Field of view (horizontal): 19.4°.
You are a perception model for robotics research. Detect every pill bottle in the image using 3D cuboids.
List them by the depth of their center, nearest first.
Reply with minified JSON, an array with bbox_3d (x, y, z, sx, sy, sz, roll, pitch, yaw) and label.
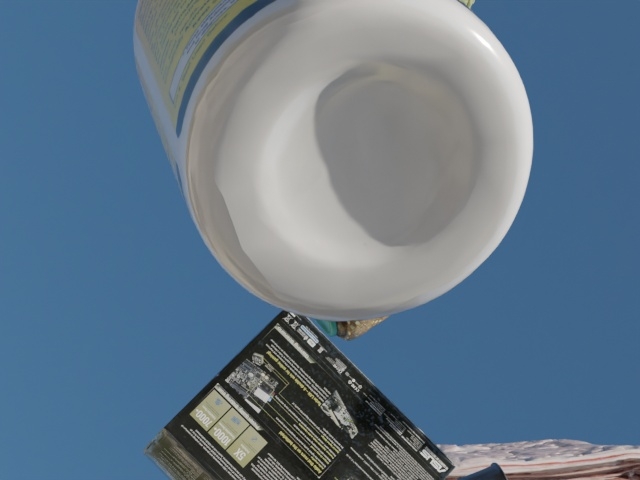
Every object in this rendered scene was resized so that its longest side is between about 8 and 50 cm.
[{"bbox_3d":[-0.009,-0.101,1.104,0.334,0.188,0.188,-118,-156,-64],"label":"pill bottle"}]

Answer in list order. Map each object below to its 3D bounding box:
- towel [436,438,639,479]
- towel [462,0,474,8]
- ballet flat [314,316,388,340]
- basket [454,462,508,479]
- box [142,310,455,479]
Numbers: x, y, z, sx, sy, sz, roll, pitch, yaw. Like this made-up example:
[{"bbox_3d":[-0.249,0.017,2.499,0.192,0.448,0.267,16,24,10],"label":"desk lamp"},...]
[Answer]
[{"bbox_3d":[0.108,0.206,1.679,0.332,0.317,0.053,167,-77,-71],"label":"towel"},{"bbox_3d":[0.060,-0.178,1.622,0.110,0.027,0.148,25,-90,-6],"label":"towel"},{"bbox_3d":[0.000,0.000,1.212,0.206,0.067,0.073,-130,-155,-52],"label":"ballet flat"},{"bbox_3d":[0.009,0.241,1.026,0.154,0.227,0.204,87,-8,-65],"label":"basket"},{"bbox_3d":[-0.016,0.165,1.417,0.180,0.147,0.077,44,-27,1],"label":"box"}]
